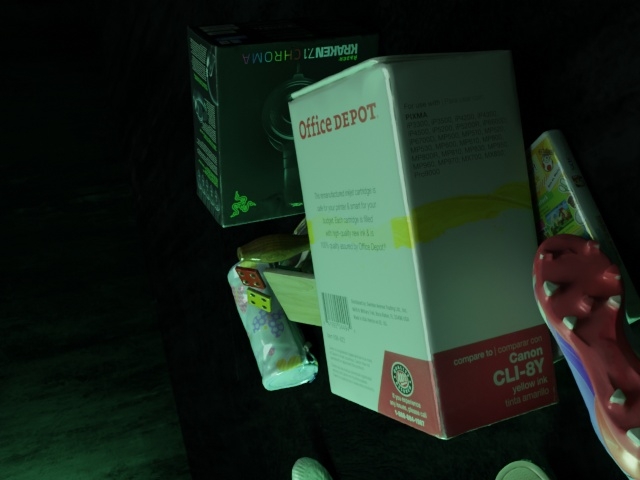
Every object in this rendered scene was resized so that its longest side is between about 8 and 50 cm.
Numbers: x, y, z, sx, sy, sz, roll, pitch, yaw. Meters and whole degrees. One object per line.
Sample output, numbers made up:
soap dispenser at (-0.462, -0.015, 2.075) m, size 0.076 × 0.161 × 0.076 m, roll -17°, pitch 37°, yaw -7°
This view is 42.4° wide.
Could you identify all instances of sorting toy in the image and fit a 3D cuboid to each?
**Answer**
sorting toy at (-0.020, 0.088, 1.412) m, size 0.274 × 0.046 × 0.132 m, roll 6°, pitch 140°, yaw 32°

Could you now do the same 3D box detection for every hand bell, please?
hand bell at (0.000, 0.000, 1.166) m, size 0.126 × 0.242 × 0.126 m, roll 169°, pitch 90°, yaw -67°

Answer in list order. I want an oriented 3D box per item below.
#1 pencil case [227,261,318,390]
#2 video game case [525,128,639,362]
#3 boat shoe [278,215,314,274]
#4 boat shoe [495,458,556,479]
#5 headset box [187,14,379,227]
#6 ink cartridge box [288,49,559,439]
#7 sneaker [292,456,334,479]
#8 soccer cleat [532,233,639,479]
pencil case at (-0.096, 0.160, 1.642) m, size 0.124 × 0.113 × 0.273 m, roll -56°, pitch 49°, yaw 47°
video game case at (0.235, 0.024, 0.898) m, size 0.227 × 0.026 × 0.206 m, roll 124°, pitch 131°, yaw -61°
boat shoe at (-0.028, 0.025, 1.468) m, size 0.228 × 0.081 × 0.069 m, roll -52°, pitch 49°, yaw 52°
boat shoe at (0.278, 0.351, 0.909) m, size 0.233 × 0.084 × 0.079 m, roll 61°, pitch -171°, yaw 23°
headset box at (-0.056, -0.171, 1.214) m, size 0.131 × 0.246 × 0.283 m, roll -134°, pitch 40°, yaw -54°
ink cartridge box at (0.106, -0.004, 0.950) m, size 0.279 × 0.160 × 0.385 m, roll -177°, pitch 77°, yaw -67°
sneaker at (0.018, 0.532, 1.602) m, size 0.237 × 0.085 × 0.086 m, roll 61°, pitch 178°, yaw 31°
soccer cleat at (0.248, 0.101, 0.733) m, size 0.095 × 0.083 × 0.248 m, roll 81°, pitch 176°, yaw -47°
